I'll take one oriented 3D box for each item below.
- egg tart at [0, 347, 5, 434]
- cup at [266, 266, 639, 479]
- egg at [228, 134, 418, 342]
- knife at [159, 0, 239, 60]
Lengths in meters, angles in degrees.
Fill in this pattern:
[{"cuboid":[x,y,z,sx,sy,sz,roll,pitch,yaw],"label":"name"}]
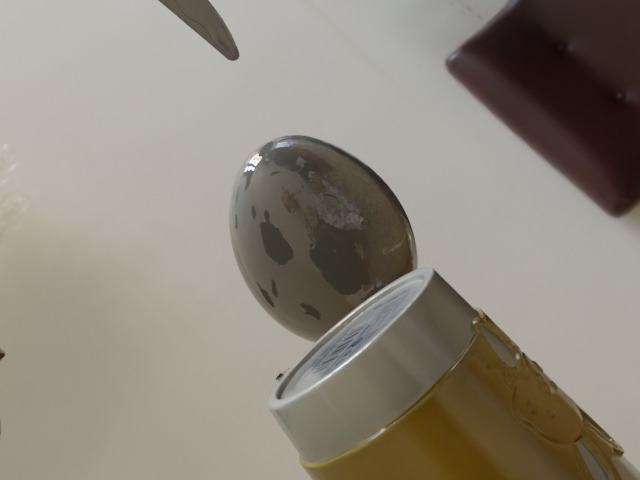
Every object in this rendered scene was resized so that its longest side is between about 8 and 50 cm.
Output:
[{"cuboid":[-0.323,0.198,0.486,0.341,0.341,0.129,48,177,36],"label":"egg tart"},{"cuboid":[0.097,0.138,0.532,0.226,0.185,0.241,50,-153,-4],"label":"cup"},{"cuboid":[0.000,0.000,0.758,0.231,0.176,0.176,54,177,-26],"label":"egg"},{"cuboid":[-0.182,-0.285,0.828,0.244,0.058,0.032,34,-139,-15],"label":"knife"}]
